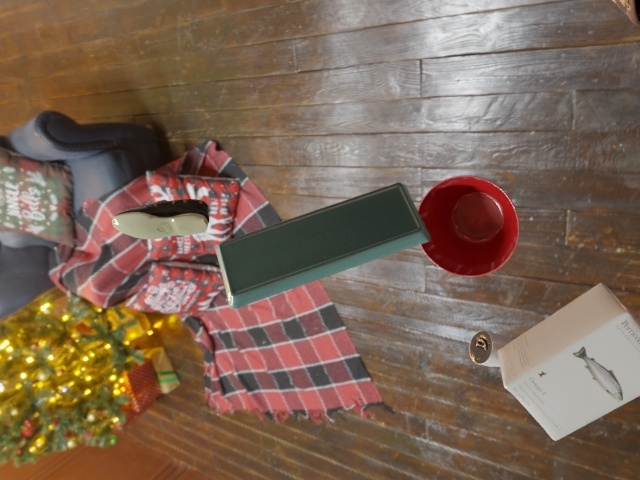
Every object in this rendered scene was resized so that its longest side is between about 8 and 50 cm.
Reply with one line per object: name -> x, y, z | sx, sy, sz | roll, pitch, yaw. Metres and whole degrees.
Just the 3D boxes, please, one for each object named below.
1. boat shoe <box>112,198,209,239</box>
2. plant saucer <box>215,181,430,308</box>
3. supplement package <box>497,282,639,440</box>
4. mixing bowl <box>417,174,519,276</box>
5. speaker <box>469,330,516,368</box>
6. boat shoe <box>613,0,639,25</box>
boat shoe -> -0.222, -0.032, 0.661 | 0.132, 0.042, 0.049 | -3, 137, -1
plant saucer -> 0.000, 0.000, 0.428 | 0.018, 0.191, 0.067 | 79, 172, -65
supplement package -> 0.351, 0.163, 0.638 | 0.179, 0.105, 0.105 | -43, 91, 21
mixing bowl -> 0.276, -0.034, 0.861 | 0.181, 0.098, 0.182 | 9, 108, 29
speaker -> 0.314, 0.187, 0.772 | 0.136, 0.055, 0.055 | 16, 128, -20
boat shoe -> 0.513, -0.472, 0.697 | 0.123, 0.342, 0.123 | -8, 65, 14
